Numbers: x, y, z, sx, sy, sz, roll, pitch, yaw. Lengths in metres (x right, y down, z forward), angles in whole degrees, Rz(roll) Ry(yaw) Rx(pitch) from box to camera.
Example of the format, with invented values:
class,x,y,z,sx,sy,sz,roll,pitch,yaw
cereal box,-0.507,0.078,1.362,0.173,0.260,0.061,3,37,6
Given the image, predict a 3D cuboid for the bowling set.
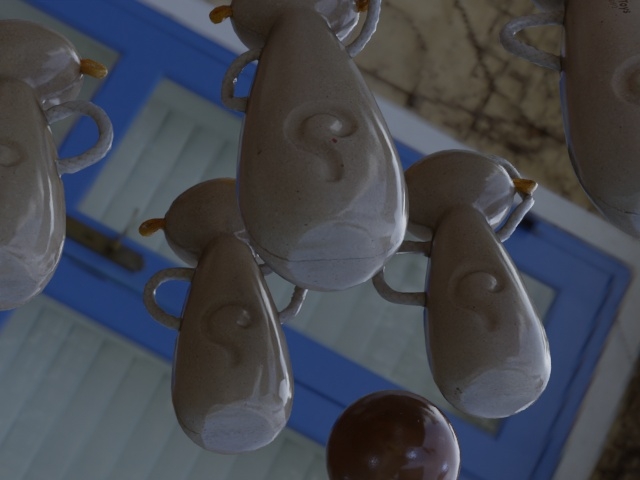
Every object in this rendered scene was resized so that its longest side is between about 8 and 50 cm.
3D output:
class,x,y,z,sx,sy,sz,roll,pitch,yaw
bowling set,0.000,0.000,0.528,0.154,0.287,0.200,-98,-175,-46
